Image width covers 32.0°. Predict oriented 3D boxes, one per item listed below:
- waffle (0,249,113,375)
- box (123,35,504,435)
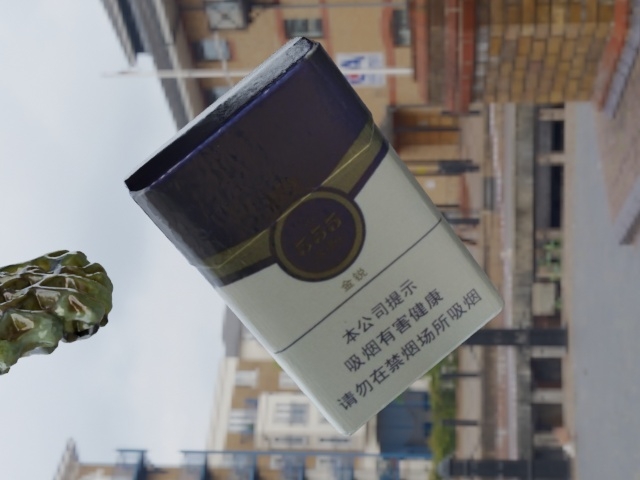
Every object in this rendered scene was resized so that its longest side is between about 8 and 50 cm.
[{"bbox_3d":[-0.281,0.063,0.965,0.223,0.204,0.054,-143,38,-67],"label":"waffle"},{"bbox_3d":[0.000,0.000,0.816,0.259,0.168,0.071,50,179,-25],"label":"box"}]
